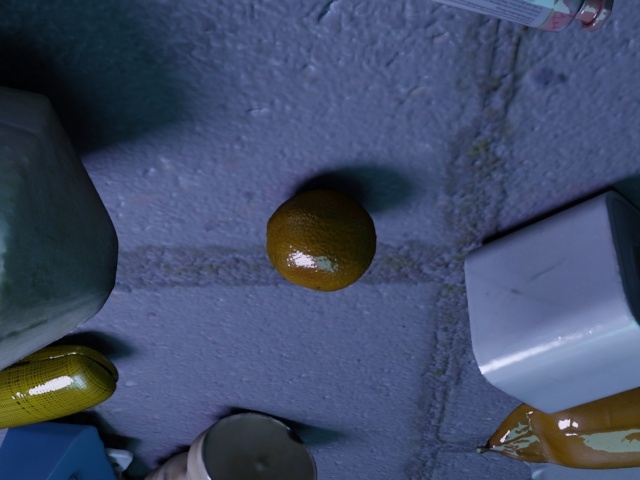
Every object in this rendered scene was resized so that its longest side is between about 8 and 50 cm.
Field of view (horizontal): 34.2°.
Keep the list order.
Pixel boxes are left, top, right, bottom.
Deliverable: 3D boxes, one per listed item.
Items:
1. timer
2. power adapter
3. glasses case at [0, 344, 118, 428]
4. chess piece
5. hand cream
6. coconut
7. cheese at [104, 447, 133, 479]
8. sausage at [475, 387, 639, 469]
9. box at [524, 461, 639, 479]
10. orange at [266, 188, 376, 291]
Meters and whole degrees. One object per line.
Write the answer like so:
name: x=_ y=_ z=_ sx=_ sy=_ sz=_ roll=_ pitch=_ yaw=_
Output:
timer: x=-0.311 y=0.355 z=1.157 sx=0.091 sy=0.250 sz=0.232 roll=4 pitch=134 yaw=11
power adapter: x=0.233 y=0.040 z=0.803 sx=0.204 sy=0.125 sz=0.130 roll=-25 pitch=141 yaw=33
glasses case: x=-0.310 y=0.151 z=1.041 sx=0.234 sy=0.064 sz=0.079 roll=-13 pitch=140 yaw=22
chess piece: x=-0.149 y=0.303 z=1.266 sx=0.138 sy=0.124 sz=0.307 roll=-17 pitch=168 yaw=-41
hand cream: x=0.058 y=-0.154 z=0.564 sx=0.209 sy=0.043 sz=0.067 roll=13 pitch=145 yaw=-12
coconut: x=-0.236 y=-0.004 z=0.655 sx=0.221 sy=0.202 sz=0.202 roll=13 pitch=147 yaw=-18
cheese: x=-0.288 y=0.311 z=1.324 sx=0.127 sy=0.050 sz=0.255 roll=12 pitch=145 yaw=-17
sausage: x=0.321 y=0.182 z=1.066 sx=0.328 sy=0.112 sz=0.112 roll=-11 pitch=148 yaw=19
box: x=0.398 y=0.305 z=1.196 sx=0.311 sy=0.183 sz=0.175 roll=-15 pitch=146 yaw=23
orange: x=0.000 y=0.000 z=0.781 sx=0.085 sy=0.085 sz=0.085 roll=0 pitch=149 yaw=0
